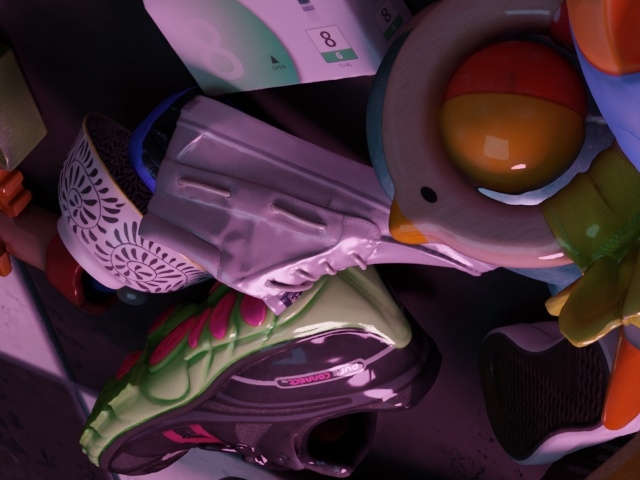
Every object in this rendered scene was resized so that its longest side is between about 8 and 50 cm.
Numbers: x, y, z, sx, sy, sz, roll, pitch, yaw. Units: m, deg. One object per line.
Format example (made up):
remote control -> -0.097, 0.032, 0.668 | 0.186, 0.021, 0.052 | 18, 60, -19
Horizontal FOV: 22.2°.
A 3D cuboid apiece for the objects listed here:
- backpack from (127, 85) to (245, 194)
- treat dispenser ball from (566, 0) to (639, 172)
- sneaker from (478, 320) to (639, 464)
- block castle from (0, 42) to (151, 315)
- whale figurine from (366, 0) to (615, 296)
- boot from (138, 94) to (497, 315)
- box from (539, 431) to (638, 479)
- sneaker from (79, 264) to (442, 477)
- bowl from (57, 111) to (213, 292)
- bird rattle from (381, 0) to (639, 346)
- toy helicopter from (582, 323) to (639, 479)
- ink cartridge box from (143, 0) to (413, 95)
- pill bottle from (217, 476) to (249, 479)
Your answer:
backpack -> -0.091, -0.056, 1.257 | 0.120, 0.098, 0.101 | 44, 166, -17
treat dispenser ball -> 0.242, -0.119, 0.658 | 0.288, 0.288, 0.288 | 25, 148, 17
sneaker -> 0.207, 0.106, 1.194 | 0.290, 0.123, 0.106 | 162, 100, -75
block castle -> -0.324, -0.035, 1.319 | 0.213, 0.303, 0.453 | 24, 148, 30
whale figurine -> 0.133, -0.027, 1.036 | 0.216, 0.141, 0.272 | 3, 140, 41
boot -> 0.000, 0.000, 1.179 | 0.258, 0.123, 0.095 | 23, 180, 4
box -> 0.235, 0.257, 1.223 | 0.167, 0.203, 0.168 | 41, 171, -7
sneaker -> -0.063, 0.142, 1.424 | 0.202, 0.185, 0.483 | 41, 151, -9
bowl -> -0.157, -0.013, 1.305 | 0.170, 0.080, 0.170 | 47, -170, -11
bird rattle -> 0.133, -0.073, 0.868 | 0.207, 0.253, 0.143 | 4, -179, 15
toy helicopter -> 0.205, 0.119, 0.963 | 0.355, 0.235, 0.140 | -43, 146, 26
ink cartridge box -> -0.063, -0.200, 1.077 | 0.181, 0.056, 0.224 | -2, 135, 45
pill bottle -> 0.055, 0.367, 1.573 | 0.408, 0.229, 0.229 | 14, 144, 30
